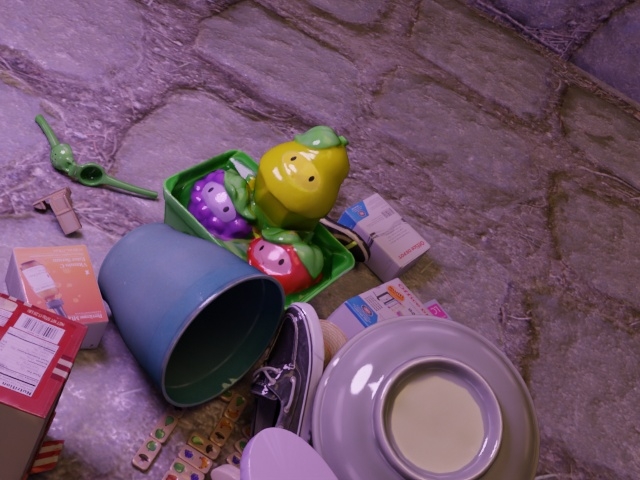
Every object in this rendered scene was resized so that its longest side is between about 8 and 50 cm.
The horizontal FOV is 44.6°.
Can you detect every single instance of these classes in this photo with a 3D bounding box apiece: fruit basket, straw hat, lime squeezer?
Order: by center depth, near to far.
[{"bbox_3d":[-0.015,0.220,1.439,0.144,0.144,0.061,48,28,15],"label":"straw hat"},{"bbox_3d":[-0.096,-0.053,1.537,0.392,0.392,0.283,44,42,11],"label":"fruit basket"},{"bbox_3d":[-0.492,-0.156,1.627,0.310,0.059,0.110,33,11,1],"label":"lime squeezer"}]

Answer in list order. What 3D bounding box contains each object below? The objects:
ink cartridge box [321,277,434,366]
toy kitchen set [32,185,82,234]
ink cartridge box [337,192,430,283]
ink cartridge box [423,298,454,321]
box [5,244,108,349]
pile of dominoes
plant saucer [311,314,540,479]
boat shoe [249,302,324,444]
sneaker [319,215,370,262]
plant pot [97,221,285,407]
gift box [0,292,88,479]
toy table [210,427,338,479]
[{"bbox_3d":[0.110,0.205,1.536,0.171,0.168,0.232,48,29,15],"label":"ink cartridge box"},{"bbox_3d":[-0.513,-0.054,1.526,0.068,0.075,0.083,-23,20,-5],"label":"toy kitchen set"},{"bbox_3d":[0.146,-0.006,1.861,0.191,0.082,0.139,47,43,13],"label":"ink cartridge box"},{"bbox_3d":[0.279,0.283,1.691,0.185,0.065,0.311,-19,65,-43],"label":"ink cartridge box"},{"bbox_3d":[-0.460,0.102,1.357,0.130,0.091,0.170,-3,53,-35],"label":"box"},{"bbox_3d":[-0.185,0.345,1.342,0.196,0.040,0.251,33,41,-1],"label":"pile of dominoes"},{"bbox_3d":[0.187,0.305,1.300,0.400,0.100,0.401,3,67,-7],"label":"plant saucer"},{"bbox_3d":[-0.072,0.255,1.360,0.102,0.108,0.301,12,84,-37],"label":"boat shoe"},{"bbox_3d":[0.000,0.000,1.785,0.234,0.084,0.097,33,65,0],"label":"sneaker"},{"bbox_3d":[-0.246,0.108,1.379,0.255,0.272,0.271,36,38,29],"label":"plant pot"},{"bbox_3d":[-0.481,0.231,1.105,0.255,0.258,0.276,26,22,-7],"label":"gift box"},{"bbox_3d":[-0.065,0.446,1.206,0.252,0.161,0.274,3,55,-43],"label":"toy table"}]
